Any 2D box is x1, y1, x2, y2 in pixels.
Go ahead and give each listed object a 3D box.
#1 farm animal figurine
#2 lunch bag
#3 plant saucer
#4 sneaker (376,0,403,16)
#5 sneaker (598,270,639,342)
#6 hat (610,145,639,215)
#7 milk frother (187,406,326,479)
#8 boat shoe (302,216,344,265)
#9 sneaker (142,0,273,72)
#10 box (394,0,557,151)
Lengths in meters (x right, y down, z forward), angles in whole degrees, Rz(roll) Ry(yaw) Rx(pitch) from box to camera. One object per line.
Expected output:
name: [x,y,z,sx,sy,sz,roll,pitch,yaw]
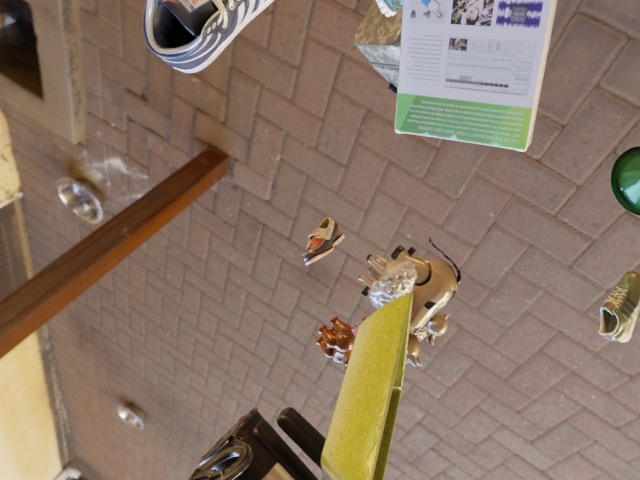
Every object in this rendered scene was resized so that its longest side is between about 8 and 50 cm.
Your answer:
farm animal figurine: [0.172,0.156,1.098,0.172,0.330,0.326,43,123,24]
lunch bag: [0.276,-0.602,1.585,0.213,0.305,0.256,19,171,46]
plant saucer: [0.042,0.169,0.504,0.045,0.188,0.188,10,139,14]
sneaker: [0.115,-0.440,0.931,0.076,0.167,0.064,15,96,38]
sneaker: [0.779,0.172,1.426,0.064,0.086,0.192,-156,75,-70]
hat: [0.813,-0.155,1.283,0.209,0.172,0.183,31,176,-8]
milk frother: [-0.059,0.256,0.553,0.135,0.143,0.129,46,127,5]
boat shoe: [0.000,0.000,0.860,0.049,0.137,0.043,-26,98,27]
sneaker: [-0.133,-0.352,0.748,0.099,0.153,0.282,41,102,-4]
box: [0.243,-0.318,0.873,0.233,0.058,0.321,15,120,26]
